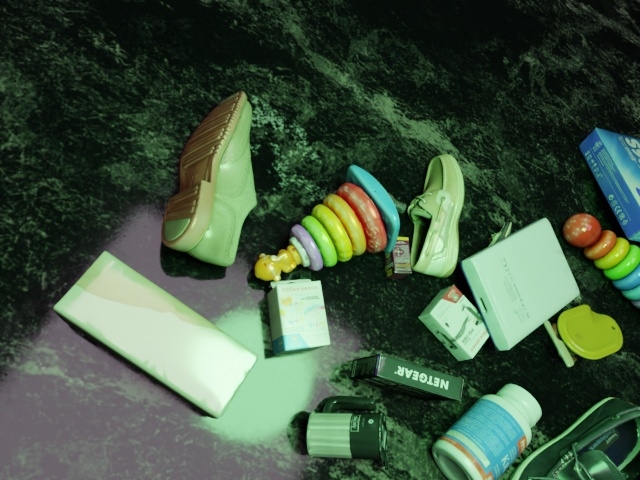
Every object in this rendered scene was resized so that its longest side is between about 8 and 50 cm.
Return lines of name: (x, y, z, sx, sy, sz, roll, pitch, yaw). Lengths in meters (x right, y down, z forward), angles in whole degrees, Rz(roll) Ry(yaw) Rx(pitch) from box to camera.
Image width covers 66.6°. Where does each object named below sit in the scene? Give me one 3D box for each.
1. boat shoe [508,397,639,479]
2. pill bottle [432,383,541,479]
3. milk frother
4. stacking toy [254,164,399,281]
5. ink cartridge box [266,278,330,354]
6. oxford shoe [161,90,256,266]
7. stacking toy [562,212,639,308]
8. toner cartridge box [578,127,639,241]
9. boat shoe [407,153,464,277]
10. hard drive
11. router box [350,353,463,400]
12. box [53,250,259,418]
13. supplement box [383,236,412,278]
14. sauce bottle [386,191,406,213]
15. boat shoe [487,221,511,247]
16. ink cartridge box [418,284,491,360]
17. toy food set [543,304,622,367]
boat shoe: (0.549, 0.501, 1.003, 0.500, 0.156, 0.186, -30, 85, -24)
pill bottle: (0.342, 0.392, 0.983, 0.222, 0.124, 0.124, -32, 85, -25)
milk frother: (0.059, 0.377, 0.912, 0.135, 0.129, 0.143, -4, 103, 15)
stacking toy: (0.000, 0.000, 0.999, 0.302, 0.165, 0.175, -30, 68, -14)
ink cartridge box: (-0.047, 0.143, 0.953, 0.092, 0.090, 0.143, -4, 74, -20)
oxford shoe: (-0.199, -0.131, 0.997, 0.146, 0.141, 0.396, 36, 54, -39)
stacking toy: (0.768, 0.053, 1.259, 0.330, 0.141, 0.141, 39, 64, 5)
toner cartridge box: (0.849, -0.149, 1.320, 0.165, 0.075, 0.347, 7, 52, -16)
boat shoe: (0.259, -0.067, 1.126, 0.098, 0.109, 0.302, 12, 74, -16)
hard drive: (0.473, 0.091, 1.135, 0.319, 0.040, 0.210, -22, 88, -35)
router box: (0.167, 0.273, 0.959, 0.179, 0.133, 0.046, 19, 67, -13)
box: (-0.275, 0.169, 0.836, 0.311, 0.148, 0.121, 36, 64, -6)
supplement box: (0.170, 0.039, 1.084, 0.043, 0.055, 0.083, 3, 70, -17)
sauce bottle: (0.138, -0.099, 1.127, 0.128, 0.042, 0.042, 22, 66, -9)
boat shoe: (0.432, 0.005, 1.193, 0.043, 0.049, 0.137, 16, 61, 30)
ink cartridge box: (0.301, 0.183, 1.079, 0.135, 0.056, 0.099, 46, 63, 1)
toy food set: (0.614, 0.235, 1.169, 0.218, 0.071, 0.128, -10, 57, -24)
